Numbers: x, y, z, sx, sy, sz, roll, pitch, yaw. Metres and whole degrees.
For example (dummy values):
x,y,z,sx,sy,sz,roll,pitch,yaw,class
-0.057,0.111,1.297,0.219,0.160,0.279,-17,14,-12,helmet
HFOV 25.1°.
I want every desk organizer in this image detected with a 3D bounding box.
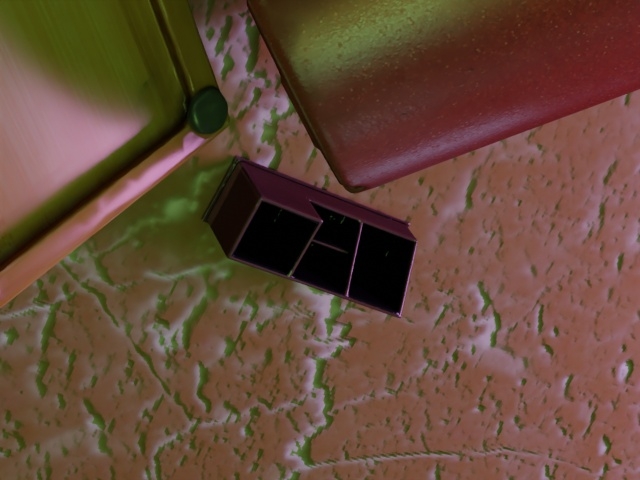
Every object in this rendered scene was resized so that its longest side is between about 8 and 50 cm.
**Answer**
x,y,z,sx,sy,sz,roll,pitch,yaw,class
0.000,0.000,0.867,0.130,0.050,0.047,20,110,-29,desk organizer

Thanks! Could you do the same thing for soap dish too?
x,y,z,sx,sy,sz,roll,pitch,yaw,class
-0.172,-0.112,0.649,0.229,0.118,0.291,-41,129,-30,soap dish

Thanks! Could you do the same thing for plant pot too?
x,y,z,sx,sy,sz,roll,pitch,yaw,class
0.088,-0.166,0.692,0.265,0.272,0.272,-25,125,4,plant pot
